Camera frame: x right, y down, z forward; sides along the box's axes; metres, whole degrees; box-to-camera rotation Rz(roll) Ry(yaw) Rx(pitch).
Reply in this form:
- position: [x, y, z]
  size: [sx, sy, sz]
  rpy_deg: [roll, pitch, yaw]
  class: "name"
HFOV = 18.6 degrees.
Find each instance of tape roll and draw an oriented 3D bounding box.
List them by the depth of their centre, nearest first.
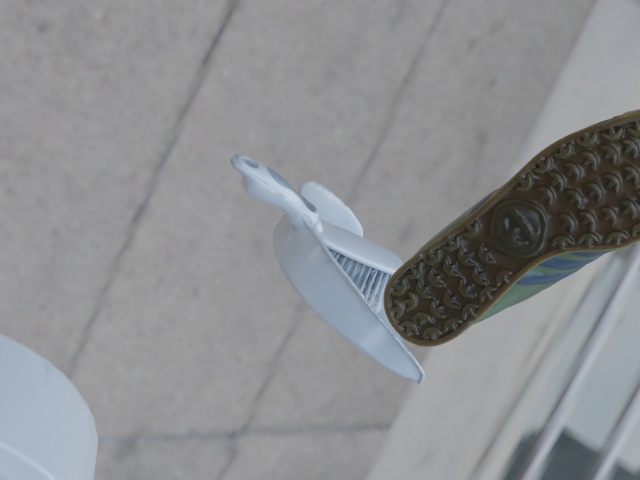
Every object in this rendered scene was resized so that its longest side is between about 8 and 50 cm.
- position: [-0.315, 0.179, 1.482]
  size: [0.286, 0.286, 0.100]
  rpy_deg: [86, 5, -47]
  class: "tape roll"

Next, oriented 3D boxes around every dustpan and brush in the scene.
- position: [0.000, 0.000, 1.307]
  size: [0.211, 0.147, 0.060]
  rpy_deg: [26, 120, -41]
  class: "dustpan and brush"

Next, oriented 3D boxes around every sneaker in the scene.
- position: [0.122, -0.014, 1.013]
  size: [0.192, 0.064, 0.086]
  rpy_deg: [-33, 180, 19]
  class: "sneaker"
